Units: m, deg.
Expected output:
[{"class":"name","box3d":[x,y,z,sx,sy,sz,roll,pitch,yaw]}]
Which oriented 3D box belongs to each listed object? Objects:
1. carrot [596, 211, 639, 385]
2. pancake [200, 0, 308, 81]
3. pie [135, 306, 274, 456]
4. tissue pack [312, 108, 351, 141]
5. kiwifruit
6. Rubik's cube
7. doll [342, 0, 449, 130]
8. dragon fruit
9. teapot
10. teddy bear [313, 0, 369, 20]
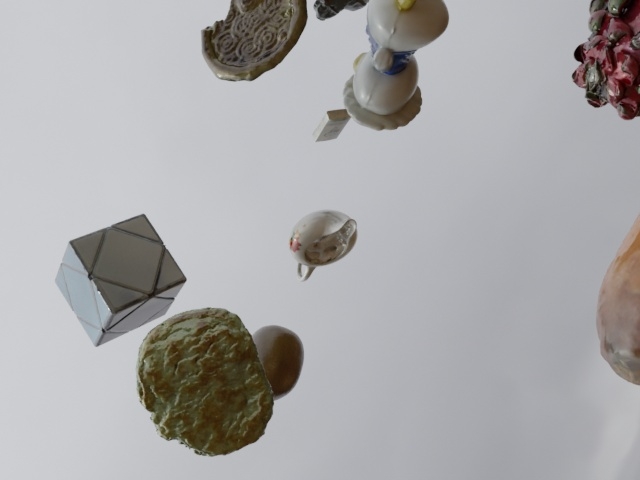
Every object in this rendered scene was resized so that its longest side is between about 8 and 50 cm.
[{"class":"carrot","box3d":[0.294,0.020,0.542,0.225,0.159,0.159,-37,-49,-21]},{"class":"pancake","box3d":[-0.126,-0.402,1.298,0.235,0.212,0.029,-65,-26,-1]},{"class":"pie","box3d":[-0.192,0.229,1.126,0.201,0.248,0.090,-19,-19,-12]},{"class":"tissue pack","box3d":[0.023,-0.239,1.447,0.056,0.108,0.023,-11,-104,-19]},{"class":"kiwifruit","box3d":[-0.148,0.379,2.125,0.196,0.196,0.234,42,-127,-49]},{"class":"Rubik's cube","box3d":[-0.473,0.093,1.640,0.207,0.205,0.205,-24,-17,-40]},{"class":"doll","box3d":[0.097,-0.250,0.929,0.293,0.119,0.138,97,-165,-63]},{"class":"dragon fruit","box3d":[0.467,-0.295,0.928,0.198,0.218,0.272,-12,-53,-32]},{"class":"teapot","box3d":[0.000,0.000,1.433,0.145,0.092,0.226,6,-42,-27]},{"class":"teddy bear","box3d":[0.084,-0.530,1.298,0.144,0.171,0.251,16,-46,-38]}]
